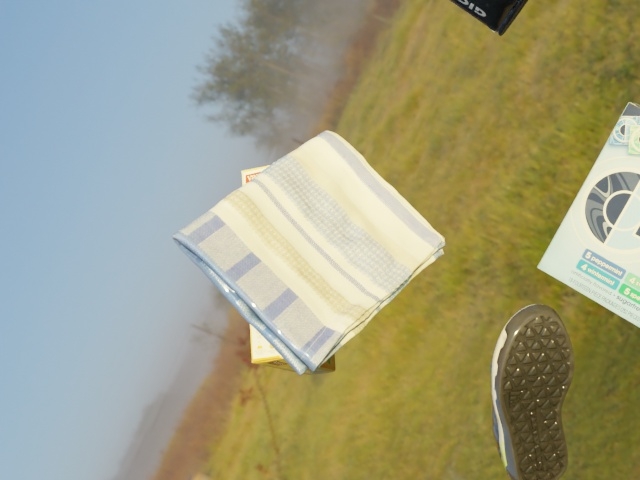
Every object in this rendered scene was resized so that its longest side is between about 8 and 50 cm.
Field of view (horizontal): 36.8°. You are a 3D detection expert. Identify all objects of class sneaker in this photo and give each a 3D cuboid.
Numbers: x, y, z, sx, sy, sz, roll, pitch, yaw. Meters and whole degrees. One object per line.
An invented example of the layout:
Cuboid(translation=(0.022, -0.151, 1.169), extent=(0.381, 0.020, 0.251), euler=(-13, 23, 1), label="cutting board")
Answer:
Cuboid(translation=(0.203, 0.156, 1.001), extent=(0.097, 0.084, 0.234), euler=(-119, 20, -57), label="sneaker")

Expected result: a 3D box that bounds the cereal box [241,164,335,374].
Cuboid(translation=(-0.038, 0.042, 1.211), extent=(0.173, 0.047, 0.240), euler=(29, -127, -63), label="cereal box")

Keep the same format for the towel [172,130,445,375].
Cuboid(translation=(0.000, 0.000, 1.058), extent=(0.285, 0.209, 0.034), euler=(-39, -8, -43), label="towel")

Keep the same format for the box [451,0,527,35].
Cuboid(translation=(0.055, -0.235, 0.593), extent=(0.051, 0.220, 0.175), euler=(-54, -2, -8), label="box")

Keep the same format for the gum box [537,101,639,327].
Cuboid(translation=(0.321, -0.015, 0.915), extent=(0.041, 0.157, 0.184), euler=(-9, -53, -60), label="gum box")
